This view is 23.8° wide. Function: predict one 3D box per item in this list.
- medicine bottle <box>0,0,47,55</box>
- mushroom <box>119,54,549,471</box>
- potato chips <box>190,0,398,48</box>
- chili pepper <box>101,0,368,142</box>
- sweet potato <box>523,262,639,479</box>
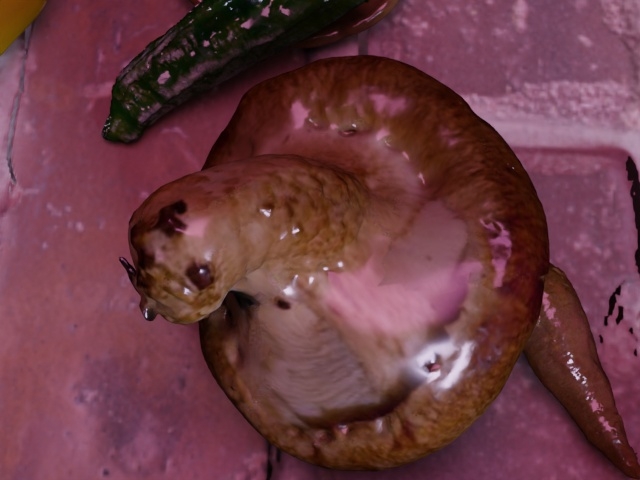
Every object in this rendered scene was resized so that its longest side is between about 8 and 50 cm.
[{"bbox_3d":[-0.234,-0.231,1.158,0.111,0.076,0.309,37,72,5],"label":"medicine bottle"},{"bbox_3d":[0.021,0.016,0.985,0.267,0.254,0.267,1,103,3],"label":"mushroom"},{"bbox_3d":[-0.019,-0.241,1.161,0.208,0.062,0.195,-9,88,2],"label":"potato chips"},{"bbox_3d":[-0.071,-0.142,1.112,0.227,0.059,0.088,-38,101,9],"label":"chili pepper"},{"bbox_3d":[0.161,0.063,1.047,0.068,0.068,0.226,-35,75,-12],"label":"sweet potato"}]
